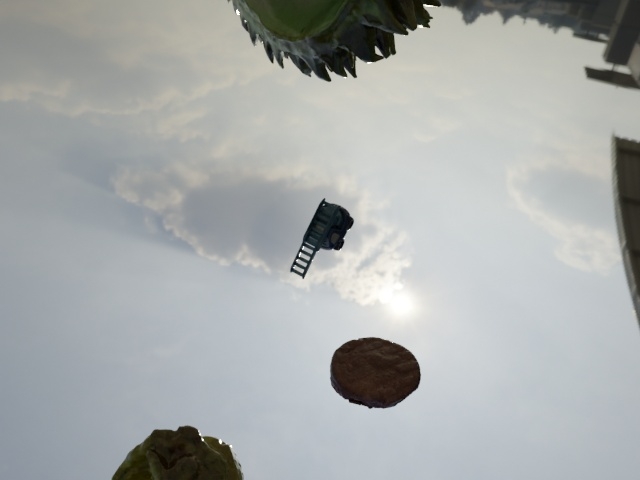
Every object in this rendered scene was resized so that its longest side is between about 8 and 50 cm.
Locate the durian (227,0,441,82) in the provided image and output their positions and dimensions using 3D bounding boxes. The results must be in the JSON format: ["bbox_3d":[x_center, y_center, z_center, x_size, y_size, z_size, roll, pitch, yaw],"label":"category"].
[{"bbox_3d":[0.040,-0.236,0.324,0.163,0.394,0.198,-41,-85,-22],"label":"durian"}]

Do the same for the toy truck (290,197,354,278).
[{"bbox_3d":[0.000,0.000,0.940,0.063,0.136,0.074,26,-176,23],"label":"toy truck"}]

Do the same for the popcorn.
[{"bbox_3d":[-0.297,0.528,1.158,0.293,0.237,0.293,7,-126,-10],"label":"popcorn"}]

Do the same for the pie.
[{"bbox_3d":[0.105,0.251,1.086,0.182,0.049,0.182,0,-152,0],"label":"pie"}]
